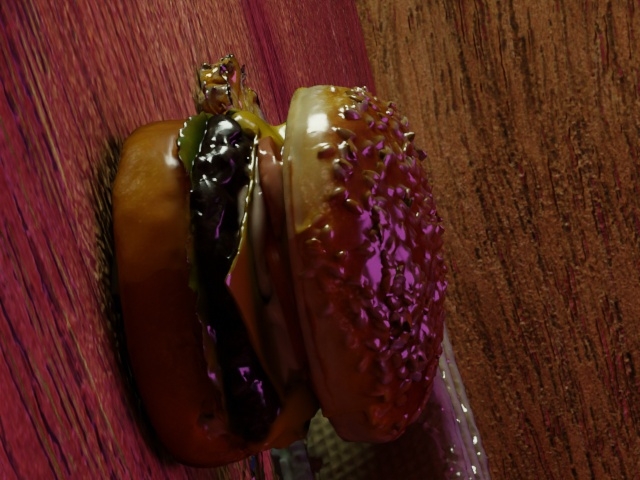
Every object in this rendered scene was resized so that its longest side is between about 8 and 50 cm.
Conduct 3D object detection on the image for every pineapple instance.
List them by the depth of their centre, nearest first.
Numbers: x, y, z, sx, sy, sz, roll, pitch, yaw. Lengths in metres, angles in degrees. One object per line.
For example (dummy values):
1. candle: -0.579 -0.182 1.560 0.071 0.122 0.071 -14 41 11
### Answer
1. pineapple: -0.075 -0.080 1.615 0.221 0.047 0.221 -16 90 -83

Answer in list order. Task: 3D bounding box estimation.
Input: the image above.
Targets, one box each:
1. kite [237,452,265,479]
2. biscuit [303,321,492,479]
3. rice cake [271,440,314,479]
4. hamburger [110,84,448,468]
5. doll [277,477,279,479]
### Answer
1. kite: -0.067 0.122 1.526 0.310 0.015 0.169 -90 165 -57
2. biscuit: 0.062 0.172 1.324 0.078 0.144 0.426 34 29 -41
3. rice cake: -0.007 0.227 1.496 0.066 0.063 0.336 35 43 -74
4. hamburger: -0.021 0.021 1.222 0.291 0.225 0.291 -9 90 -80
5. doll: 0.000 0.267 1.619 0.162 0.062 0.106 67 10 -58
